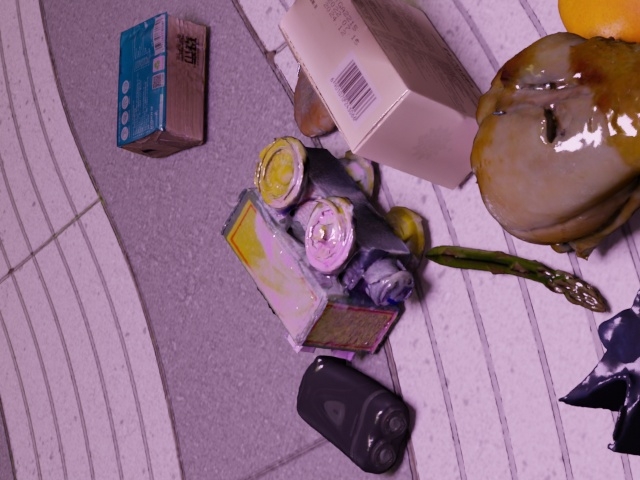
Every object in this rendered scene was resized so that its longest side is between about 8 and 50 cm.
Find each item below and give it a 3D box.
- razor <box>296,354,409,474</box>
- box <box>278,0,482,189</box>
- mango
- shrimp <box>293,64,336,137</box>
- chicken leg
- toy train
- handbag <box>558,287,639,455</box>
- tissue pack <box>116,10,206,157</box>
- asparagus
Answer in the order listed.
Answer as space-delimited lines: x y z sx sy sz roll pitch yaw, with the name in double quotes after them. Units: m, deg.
0.035 0.188 1.518 0.148 0.054 0.090 31 105 49 "razor"
0.075 -0.172 1.461 0.095 0.168 0.212 -49 49 26 "box"
0.299 -0.230 1.269 0.219 0.112 0.145 -6 77 60 "mango"
0.019 -0.229 1.638 0.223 0.047 0.126 -66 32 18 "shrimp"
0.278 -0.106 1.176 0.429 0.152 0.201 -24 82 54 "chicken leg"
0.000 0.000 1.538 0.177 0.134 0.261 -58 45 24 "toy train"
0.342 0.032 1.033 0.118 0.269 0.326 49 118 41 "handbag"
-0.212 -0.206 1.866 0.120 0.082 0.169 -14 72 48 "tissue pack"
0.195 0.031 1.388 0.236 0.027 0.034 16 99 49 "asparagus"
